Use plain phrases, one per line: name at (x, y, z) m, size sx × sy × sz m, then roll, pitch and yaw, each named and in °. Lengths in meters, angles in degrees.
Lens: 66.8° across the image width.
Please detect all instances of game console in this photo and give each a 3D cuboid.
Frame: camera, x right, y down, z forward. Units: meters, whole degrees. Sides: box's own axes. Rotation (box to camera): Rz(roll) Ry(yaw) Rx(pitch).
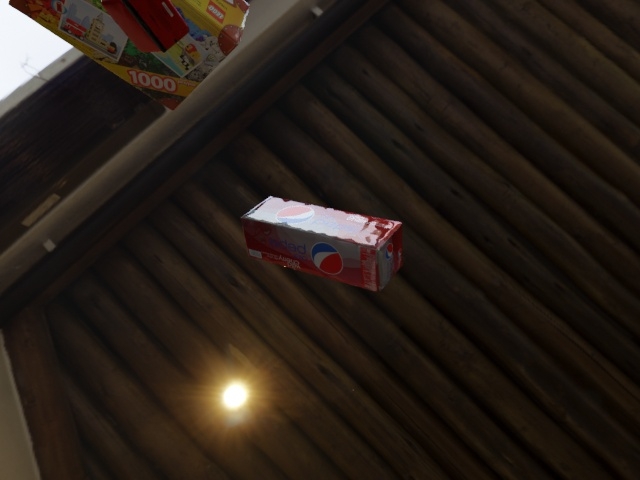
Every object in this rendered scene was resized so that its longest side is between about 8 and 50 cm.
game console at (-0.398, -0.512, 1.109) m, size 0.124 × 0.144 × 0.085 m, roll -41°, pitch -128°, yaw -3°

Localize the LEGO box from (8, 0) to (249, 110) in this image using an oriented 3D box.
LEGO box at (-0.516, -0.654, 1.349) m, size 0.372 × 0.500 × 0.193 m, roll -26°, pitch -134°, yaw 40°

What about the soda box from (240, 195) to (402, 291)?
soda box at (0.000, 0.000, 0.808) m, size 0.263 × 0.083 × 0.092 m, roll 14°, pitch -144°, yaw 29°
